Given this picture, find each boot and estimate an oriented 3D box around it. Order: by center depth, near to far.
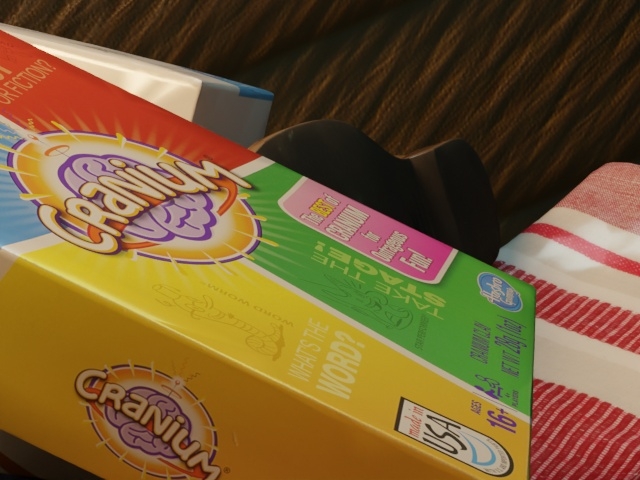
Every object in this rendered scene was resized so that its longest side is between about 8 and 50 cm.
[{"bbox_3d":[0.000,0.000,0.974,0.115,0.112,0.305,-14,-4,23],"label":"boot"}]

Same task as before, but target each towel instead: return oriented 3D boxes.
[{"bbox_3d":[0.161,0.057,1.004,0.237,0.037,0.329,19,40,41],"label":"towel"}]

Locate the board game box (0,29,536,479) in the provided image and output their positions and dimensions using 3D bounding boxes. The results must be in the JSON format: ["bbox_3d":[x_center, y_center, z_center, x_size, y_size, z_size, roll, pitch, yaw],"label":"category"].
[{"bbox_3d":[-0.069,0.013,0.703,0.316,0.064,0.242,26,18,-1],"label":"board game box"}]

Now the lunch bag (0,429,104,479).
[{"bbox_3d":[-0.136,0.044,0.903,0.243,0.115,0.303,13,6,-30],"label":"lunch bag"}]

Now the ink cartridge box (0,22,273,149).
[{"bbox_3d":[-0.202,-0.044,1.215,0.270,0.197,0.198,15,5,12],"label":"ink cartridge box"}]
